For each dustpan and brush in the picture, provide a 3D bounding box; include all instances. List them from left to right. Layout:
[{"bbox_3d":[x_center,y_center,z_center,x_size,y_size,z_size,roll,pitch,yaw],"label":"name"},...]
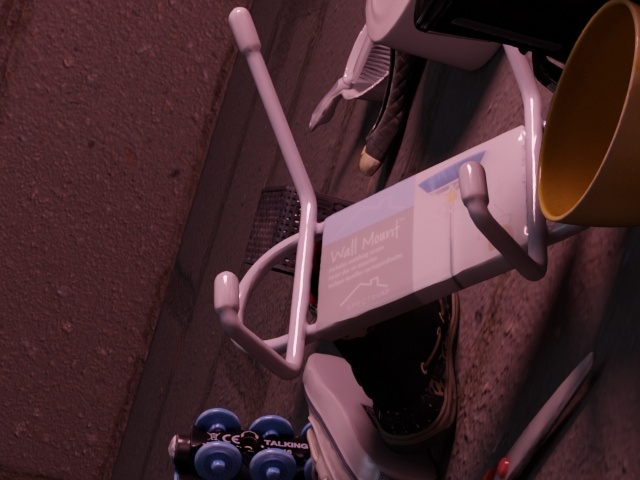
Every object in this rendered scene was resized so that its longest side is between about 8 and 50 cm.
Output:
[{"bbox_3d":[0.046,-0.188,2.035,0.211,0.060,0.147,117,164,-44],"label":"dustpan and brush"}]

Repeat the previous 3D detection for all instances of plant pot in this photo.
[{"bbox_3d":[0.196,-0.063,1.058,0.134,0.095,0.134,-164,90,-79],"label":"plant pot"}]

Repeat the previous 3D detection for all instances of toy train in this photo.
[{"bbox_3d":[-0.048,0.216,1.648,0.080,0.184,0.105,-97,15,-62],"label":"toy train"}]

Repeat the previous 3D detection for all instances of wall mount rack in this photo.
[{"bbox_3d":[0.045,-0.070,1.288,0.350,0.130,0.304,-24,42,27],"label":"wall mount rack"}]

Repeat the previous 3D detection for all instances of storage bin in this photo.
[{"bbox_3d":[0.000,0.000,1.844,0.180,0.122,0.084,180,106,-78],"label":"storage bin"}]

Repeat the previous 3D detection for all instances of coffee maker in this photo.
[{"bbox_3d":[0.165,-0.174,1.148,0.171,0.178,0.120,117,163,-45],"label":"coffee maker"}]

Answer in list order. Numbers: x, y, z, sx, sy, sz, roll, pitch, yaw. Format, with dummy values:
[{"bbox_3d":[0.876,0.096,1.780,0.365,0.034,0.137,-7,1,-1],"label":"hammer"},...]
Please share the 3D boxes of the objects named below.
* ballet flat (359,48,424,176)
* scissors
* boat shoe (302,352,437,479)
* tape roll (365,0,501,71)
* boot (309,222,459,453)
[{"bbox_3d":[0.069,-0.151,1.904,0.057,0.049,0.173,-130,57,-77],"label":"ballet flat"},{"bbox_3d":[0.123,0.164,1.283,0.109,0.021,0.297,-89,17,-58],"label":"scissors"},{"bbox_3d":[0.031,0.178,1.547,0.088,0.096,0.267,-67,21,14],"label":"boat shoe"},{"bbox_3d":[0.134,-0.304,1.680,0.286,0.100,0.286,-163,90,-79],"label":"tape roll"},{"bbox_3d":[0.045,0.030,1.458,0.236,0.085,0.178,-93,-20,-44],"label":"boot"}]
